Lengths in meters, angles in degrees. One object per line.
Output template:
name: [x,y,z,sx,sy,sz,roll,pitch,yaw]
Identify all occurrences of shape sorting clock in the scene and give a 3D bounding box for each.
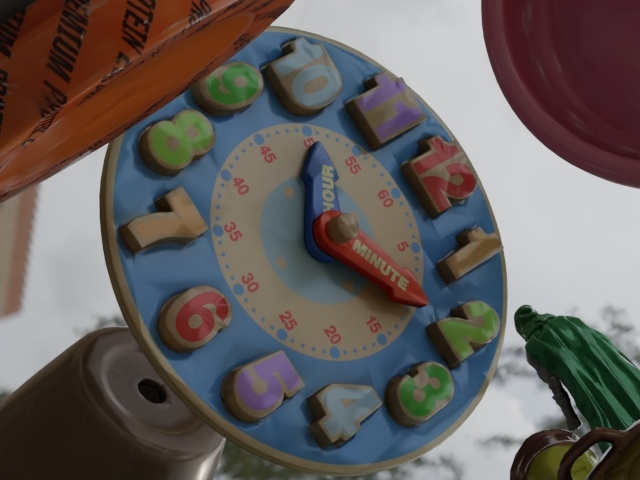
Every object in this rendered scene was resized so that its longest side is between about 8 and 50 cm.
shape sorting clock: [0.000,0.000,0.725,0.040,0.206,0.206,-32,-99,47]

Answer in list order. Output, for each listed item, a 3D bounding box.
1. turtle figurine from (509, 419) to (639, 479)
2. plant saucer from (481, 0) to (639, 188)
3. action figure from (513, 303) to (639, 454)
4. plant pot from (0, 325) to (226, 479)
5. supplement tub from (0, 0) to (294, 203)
turtle figurine: [0.113,0.101,0.573,0.087,0.269,0.217,54,2,-2]
plant saucer: [0.294,-0.197,1.318,0.332,0.084,0.332,-5,-102,25]
action figure: [0.263,0.142,1.547,0.232,0.137,0.063,48,-39,24]
plant pot: [-0.193,0.203,1.438,0.263,0.263,0.229,53,-56,24]
supplement tub: [-0.152,-0.176,0.559,0.316,0.194,0.193,57,-31,-1]
